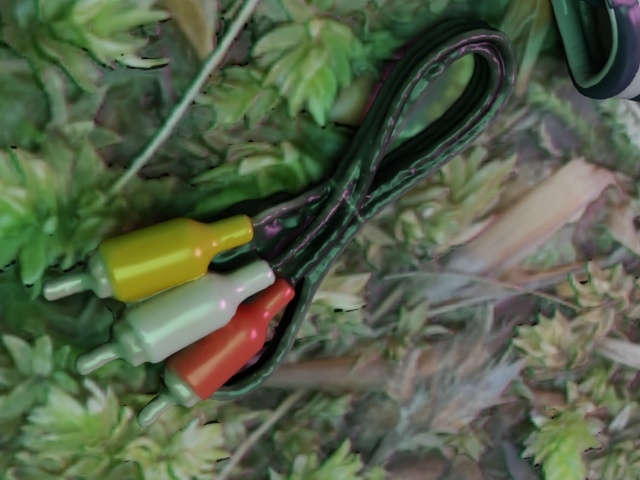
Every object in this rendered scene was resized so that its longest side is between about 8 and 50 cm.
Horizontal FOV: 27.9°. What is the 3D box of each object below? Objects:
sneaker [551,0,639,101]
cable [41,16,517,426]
[{"bbox_3d":[0.203,-0.196,0.658,0.153,0.099,0.282,-1,114,-16],"label":"sneaker"},{"bbox_3d":[0.000,0.000,0.699,0.287,0.072,0.139,-31,121,-1],"label":"cable"}]
